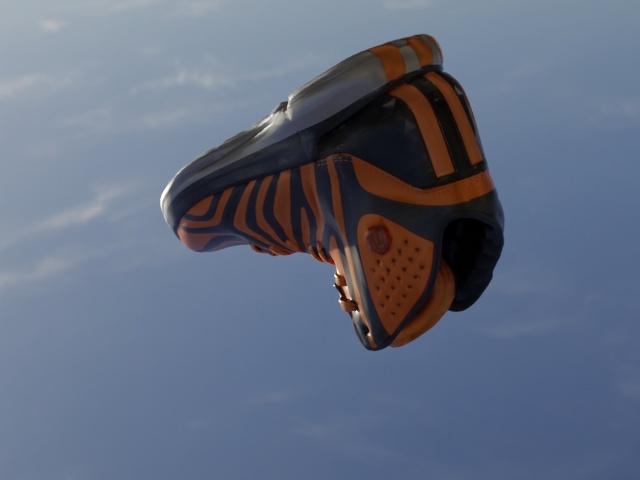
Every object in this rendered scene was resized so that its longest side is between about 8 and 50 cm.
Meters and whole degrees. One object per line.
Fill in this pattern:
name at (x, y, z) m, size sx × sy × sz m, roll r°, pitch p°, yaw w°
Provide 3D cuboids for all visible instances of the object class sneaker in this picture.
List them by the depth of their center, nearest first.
sneaker at (0.000, 0.000, 0.700) m, size 0.124 × 0.180 × 0.321 m, roll -24°, pitch 178°, yaw -34°
